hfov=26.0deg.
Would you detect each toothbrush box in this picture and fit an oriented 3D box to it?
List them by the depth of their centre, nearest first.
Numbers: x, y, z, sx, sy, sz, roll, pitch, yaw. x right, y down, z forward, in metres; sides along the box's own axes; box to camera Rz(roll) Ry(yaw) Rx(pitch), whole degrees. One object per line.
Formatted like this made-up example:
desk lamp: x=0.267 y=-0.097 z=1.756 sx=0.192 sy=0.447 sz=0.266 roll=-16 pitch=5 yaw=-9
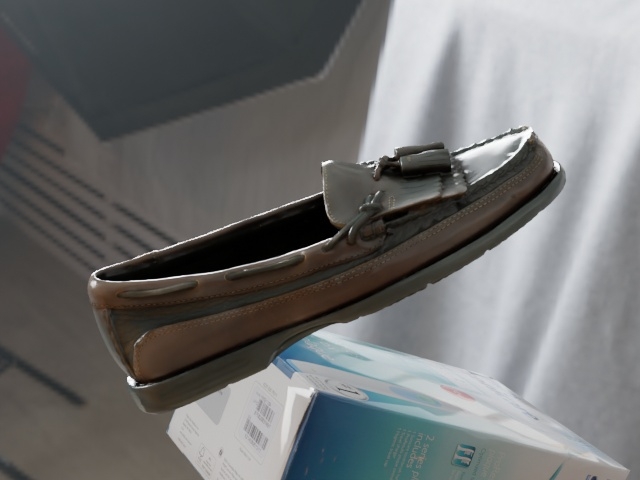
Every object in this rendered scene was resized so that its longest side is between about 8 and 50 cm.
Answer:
toothbrush box: x=0.057 y=0.169 z=1.108 sx=0.295 sy=0.126 sz=0.216 roll=19 pitch=7 yaw=-27

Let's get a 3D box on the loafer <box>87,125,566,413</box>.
loafer: x=0.000 y=0.000 z=0.747 sx=0.267 sy=0.084 sz=0.096 roll=-29 pitch=15 yaw=4
